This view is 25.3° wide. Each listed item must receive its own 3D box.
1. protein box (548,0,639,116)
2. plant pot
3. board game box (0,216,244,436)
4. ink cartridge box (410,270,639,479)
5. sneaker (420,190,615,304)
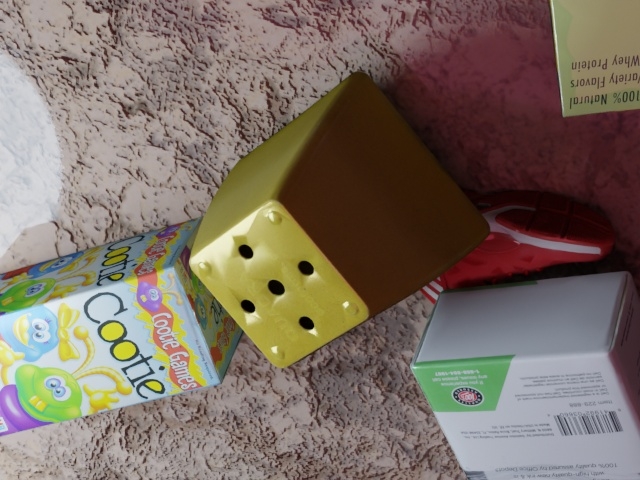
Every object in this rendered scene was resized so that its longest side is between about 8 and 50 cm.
[{"bbox_3d":[0.311,-0.239,1.317,0.200,0.136,0.201,-6,112,11],"label":"protein box"},{"bbox_3d":[0.000,0.000,1.401,0.212,0.187,0.212,-34,99,39],"label":"plant pot"},{"bbox_3d":[-0.242,0.095,1.546,0.275,0.144,0.142,-15,110,14],"label":"board game box"},{"bbox_3d":[0.249,0.184,1.466,0.211,0.121,0.289,-7,127,28],"label":"ink cartridge box"},{"bbox_3d":[0.193,0.019,1.490,0.221,0.087,0.128,11,124,17],"label":"sneaker"}]
